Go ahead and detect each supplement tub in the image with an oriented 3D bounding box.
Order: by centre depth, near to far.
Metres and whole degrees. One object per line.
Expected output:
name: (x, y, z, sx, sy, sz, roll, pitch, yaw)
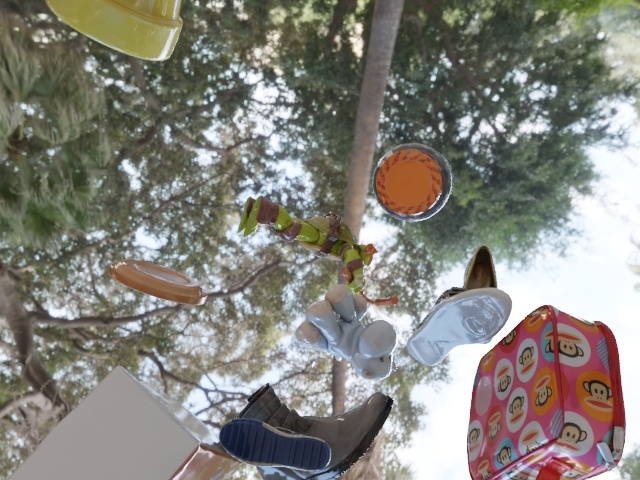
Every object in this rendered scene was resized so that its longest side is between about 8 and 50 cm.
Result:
supplement tub: (0.146, -0.091, 0.808, 0.117, 0.117, 0.190, 19, -169, 13)

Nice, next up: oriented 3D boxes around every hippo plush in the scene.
hippo plush: (0.082, 0.292, 1.444, 0.234, 0.294, 0.236, -1, -155, -42)

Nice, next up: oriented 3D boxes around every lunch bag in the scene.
lunch bag: (0.320, 0.265, 0.780, 0.120, 0.293, 0.258, 18, -128, -1)

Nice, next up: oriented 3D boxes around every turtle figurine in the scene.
turtle figurine: (0.000, 0.000, 0.736, 0.217, 0.087, 0.269, 21, -168, -20)

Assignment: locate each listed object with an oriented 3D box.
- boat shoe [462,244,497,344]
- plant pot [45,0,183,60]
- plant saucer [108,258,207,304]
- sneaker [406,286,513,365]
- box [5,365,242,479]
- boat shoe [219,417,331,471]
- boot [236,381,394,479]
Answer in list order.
boat shoe: (0.411, 0.137, 1.356, 0.105, 0.089, 0.285, 5, -134, 9)
plant pot: (-0.375, -0.528, 1.025, 0.254, 0.239, 0.254, 27, -154, -14)
plant saucer: (-0.136, 0.033, 0.441, 0.083, 0.013, 0.083, 20, -179, 0)
sneaker: (0.275, 0.128, 0.990, 0.104, 0.296, 0.147, 40, -125, 5)
box: (-0.276, 0.364, 0.805, 0.168, 0.345, 0.215, 35, -110, 18)
boat shoe: (-0.073, 0.334, 0.837, 0.183, 0.066, 0.066, 12, -111, 11)
boot: (-0.038, 0.358, 1.011, 0.223, 0.338, 0.118, 45, -165, 8)
